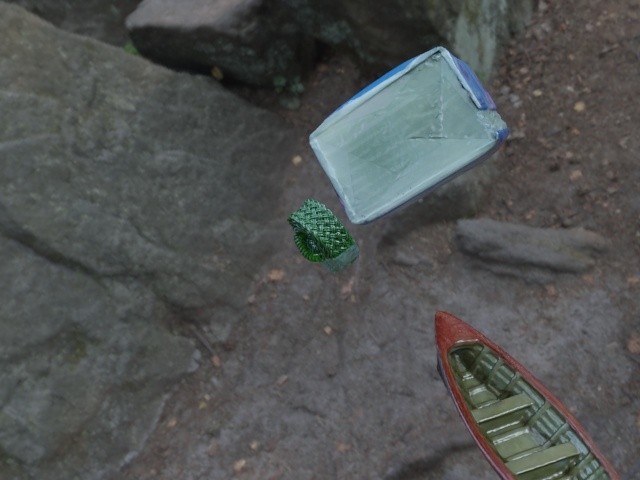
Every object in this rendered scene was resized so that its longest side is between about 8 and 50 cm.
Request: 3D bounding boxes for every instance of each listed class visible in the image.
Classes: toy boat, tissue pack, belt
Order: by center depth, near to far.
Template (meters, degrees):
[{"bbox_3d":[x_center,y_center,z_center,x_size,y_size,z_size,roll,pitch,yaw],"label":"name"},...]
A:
[{"bbox_3d":[0.238,0.231,0.980,0.136,0.079,0.392,-11,35,-19],"label":"toy boat"},{"bbox_3d":[0.122,-0.134,1.012,0.198,0.146,0.263,-31,-2,19],"label":"tissue pack"},{"bbox_3d":[0.000,0.000,1.437,0.079,0.151,0.121,-46,38,-10],"label":"belt"}]
